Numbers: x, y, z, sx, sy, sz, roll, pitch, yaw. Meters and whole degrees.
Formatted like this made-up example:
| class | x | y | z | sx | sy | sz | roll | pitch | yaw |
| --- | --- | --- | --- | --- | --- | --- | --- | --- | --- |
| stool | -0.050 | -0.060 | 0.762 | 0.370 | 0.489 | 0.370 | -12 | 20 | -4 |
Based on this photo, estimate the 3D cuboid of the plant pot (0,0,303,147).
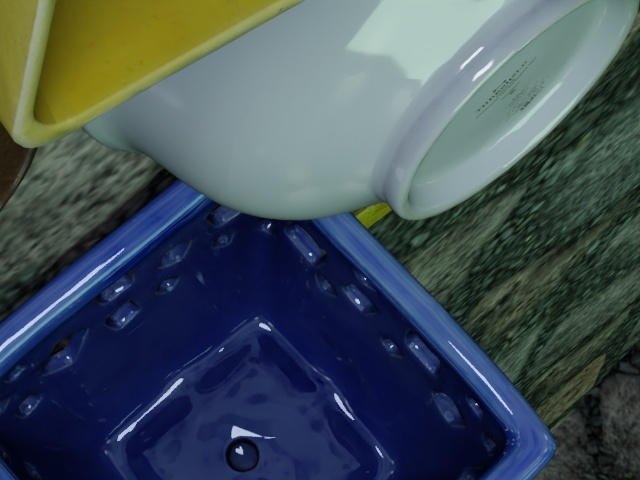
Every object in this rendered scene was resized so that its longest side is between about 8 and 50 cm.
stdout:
| class | x | y | z | sx | sy | sz | roll | pitch | yaw |
| --- | --- | --- | --- | --- | --- | --- | --- | --- | --- |
| plant pot | -0.023 | -0.184 | 0.393 | 0.212 | 0.187 | 0.212 | -34 | 162 | -30 |

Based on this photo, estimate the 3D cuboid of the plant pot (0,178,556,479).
| class | x | y | z | sx | sy | sz | roll | pitch | yaw |
| --- | --- | --- | --- | --- | --- | --- | --- | --- | --- |
| plant pot | -0.040 | 0.110 | 1.071 | 0.236 | 0.236 | 0.212 | -41 | 171 | -6 |

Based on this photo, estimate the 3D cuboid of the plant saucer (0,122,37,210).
| class | x | y | z | sx | sy | sz | roll | pitch | yaw |
| --- | --- | --- | --- | --- | --- | --- | --- | --- | --- |
| plant saucer | -0.170 | -0.019 | 0.772 | 0.168 | 0.029 | 0.168 | -39 | 163 | -14 |

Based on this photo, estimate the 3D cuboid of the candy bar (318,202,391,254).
| class | x | y | z | sx | sy | sz | roll | pitch | yaw |
| --- | --- | --- | --- | --- | --- | --- | --- | --- | --- |
| candy bar | 0.000 | 0.000 | 1.243 | 0.161 | 0.018 | 0.040 | -35 | 159 | -21 |

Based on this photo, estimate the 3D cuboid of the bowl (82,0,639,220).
| class | x | y | z | sx | sy | sz | roll | pitch | yaw |
| --- | --- | --- | --- | --- | --- | --- | --- | --- | --- |
| bowl | 0.043 | -0.104 | 0.866 | 0.298 | 0.134 | 0.298 | -38 | 163 | -13 |
